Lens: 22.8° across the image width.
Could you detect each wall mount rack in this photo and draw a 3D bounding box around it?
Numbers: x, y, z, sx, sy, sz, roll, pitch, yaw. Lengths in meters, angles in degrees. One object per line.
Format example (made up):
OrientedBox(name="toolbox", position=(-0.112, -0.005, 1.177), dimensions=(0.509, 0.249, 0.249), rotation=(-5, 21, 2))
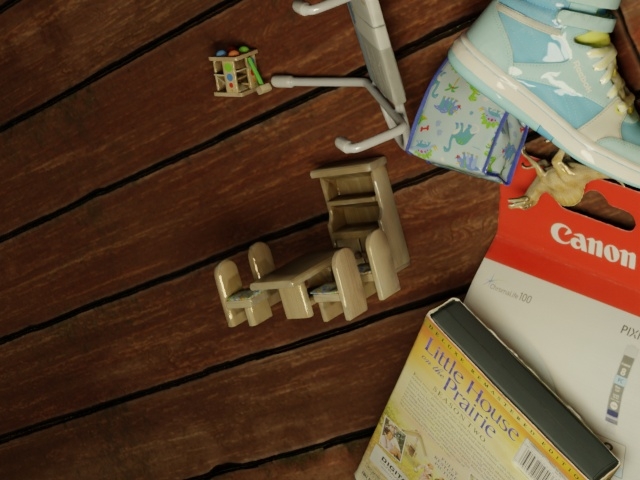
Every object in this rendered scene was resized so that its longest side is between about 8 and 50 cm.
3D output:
OrientedBox(name="wall mount rack", position=(0.003, -0.271, 2.094), dimensions=(0.304, 0.130, 0.350), rotation=(-126, 15, -59))

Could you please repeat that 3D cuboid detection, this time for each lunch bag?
OrientedBox(name="lunch bag", position=(0.199, -0.160, 2.036), dimensions=(0.129, 0.096, 0.151), rotation=(17, 90, 32))

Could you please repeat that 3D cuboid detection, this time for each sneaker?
OrientedBox(name="sneaker", position=(0.332, -0.212, 1.894), dimensions=(0.319, 0.127, 0.208), rotation=(33, 110, 1))

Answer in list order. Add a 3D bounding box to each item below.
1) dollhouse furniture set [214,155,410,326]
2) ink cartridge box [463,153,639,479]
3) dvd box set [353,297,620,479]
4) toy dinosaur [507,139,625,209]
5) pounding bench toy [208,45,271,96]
OrientedBox(name="dollhouse furniture set", position=(0.000, 0.000, 2.161), dimensions=(0.212, 0.242, 0.161), rotation=(-5, 105, 39))
OrientedBox(name="ink cartridge box", position=(0.318, 0.106, 2.039), dimensions=(0.308, 0.091, 0.385), rotation=(22, 124, 37))
OrientedBox(name="dvd box set", position=(0.208, 0.309, 2.134), dimensions=(0.307, 0.062, 0.420), rotation=(45, 145, 21))
OrientedBox(name="toy dinosaur", position=(0.307, -0.088, 1.985), dimensions=(0.183, 0.053, 0.092), rotation=(-16, 97, 47))
OrientedBox(name="pounding bench toy", position=(-0.109, -0.243, 2.267), dimensions=(0.083, 0.052, 0.065), rotation=(6, 112, 37))
